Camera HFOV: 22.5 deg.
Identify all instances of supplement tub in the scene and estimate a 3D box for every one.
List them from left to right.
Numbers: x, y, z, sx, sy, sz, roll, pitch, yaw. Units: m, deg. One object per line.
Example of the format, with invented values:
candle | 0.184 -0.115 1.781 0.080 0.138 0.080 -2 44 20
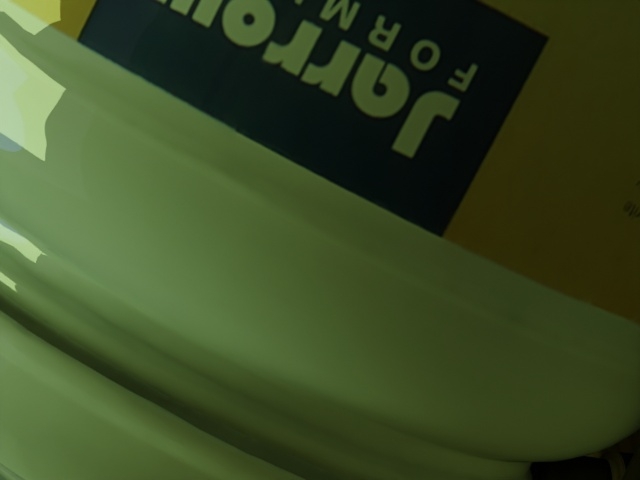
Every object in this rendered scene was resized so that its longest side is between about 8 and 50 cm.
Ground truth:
supplement tub | 0.031 -0.084 0.425 0.316 0.228 0.228 -62 7 7

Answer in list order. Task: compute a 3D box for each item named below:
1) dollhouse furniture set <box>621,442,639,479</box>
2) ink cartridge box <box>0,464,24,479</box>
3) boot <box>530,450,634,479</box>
dollhouse furniture set | 0.166 0.009 0.401 0.161 0.101 0.182 -56 -10 -29
ink cartridge box | 0.000 0.000 0.772 0.384 0.160 0.279 -49 -6 -18
boot | 0.078 0.133 0.801 0.198 0.137 0.076 106 171 -66
